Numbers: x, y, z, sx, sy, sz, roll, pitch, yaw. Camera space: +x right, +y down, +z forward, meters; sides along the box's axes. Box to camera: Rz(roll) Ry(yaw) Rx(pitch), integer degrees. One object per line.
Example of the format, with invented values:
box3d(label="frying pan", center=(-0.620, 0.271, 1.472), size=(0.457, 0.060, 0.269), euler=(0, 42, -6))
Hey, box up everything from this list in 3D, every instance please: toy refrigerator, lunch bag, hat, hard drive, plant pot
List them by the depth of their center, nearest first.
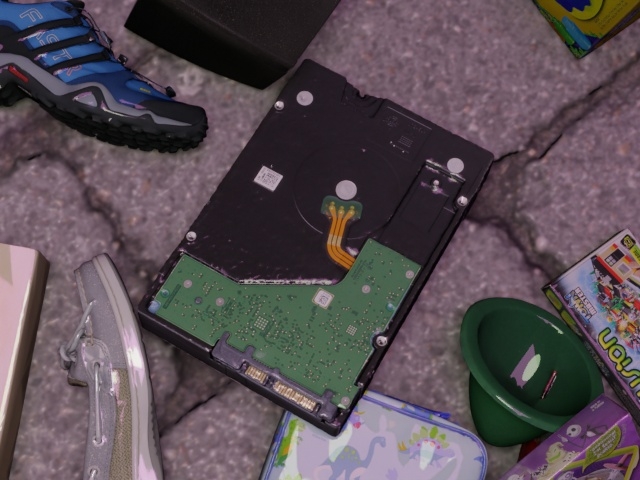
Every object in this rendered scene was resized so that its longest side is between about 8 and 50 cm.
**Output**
box3d(label="toy refrigerator", center=(-0.347, 0.139, 1.189), size=(0.094, 0.102, 0.270), euler=(10, 81, -4))
box3d(label="lunch bag", center=(0.053, 0.244, 1.218), size=(0.219, 0.090, 0.176), euler=(19, 80, -1))
box3d(label="hard drive", center=(0.000, 0.000, 1.223), size=(0.237, 0.064, 0.339), euler=(28, 68, 9))
box3d(label="plant pot", center=(-0.078, -0.264, 1.249), size=(0.167, 0.188, 0.187), euler=(37, 79, -12))
box3d(label="hat", center=(0.186, 0.194, 1.274), size=(0.173, 0.183, 0.208), euler=(23, 37, -9))

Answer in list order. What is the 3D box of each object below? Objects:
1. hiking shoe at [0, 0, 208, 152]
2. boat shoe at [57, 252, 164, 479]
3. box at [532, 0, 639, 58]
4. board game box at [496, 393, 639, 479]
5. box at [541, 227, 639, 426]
box3d(label="hiking shoe", center=(-0.253, -0.188, 1.244), size=(0.304, 0.113, 0.132), euler=(19, 80, -2))
box3d(label="boat shoe", center=(-0.218, 0.174, 1.192), size=(0.103, 0.118, 0.320), euler=(-8, 89, -11))
box3d(label="box", center=(0.295, -0.385, 1.240), size=(0.177, 0.290, 0.279), euler=(-35, 85, -9))
box3d(label="board game box", center=(0.193, 0.331, 1.182), size=(0.347, 0.056, 0.208), euler=(-36, 130, -10))
box3d(label="box", center=(0.349, 0.103, 1.297), size=(0.114, 0.036, 0.207), euler=(-35, 86, -10))
